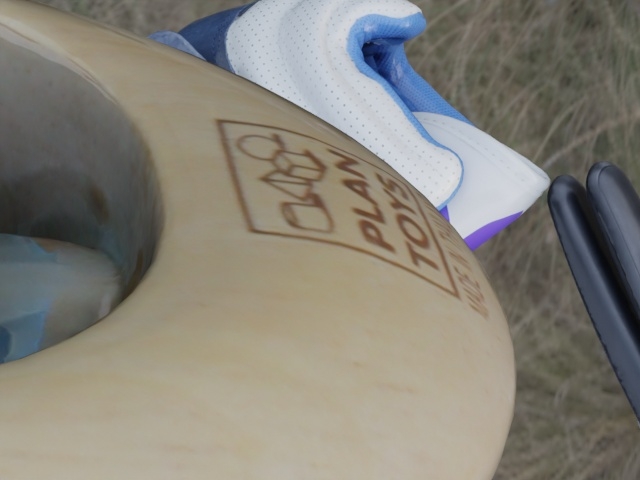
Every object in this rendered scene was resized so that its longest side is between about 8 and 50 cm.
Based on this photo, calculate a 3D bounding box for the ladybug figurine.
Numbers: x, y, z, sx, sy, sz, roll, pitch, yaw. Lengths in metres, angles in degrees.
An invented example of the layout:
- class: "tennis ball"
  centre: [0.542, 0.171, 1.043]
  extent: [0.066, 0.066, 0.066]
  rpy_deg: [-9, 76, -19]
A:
- class: "ladybug figurine"
  centre: [-0.164, 0.039, 0.412]
  extent: [0.449, 0.305, 0.162]
  rpy_deg: [6, 122, -17]

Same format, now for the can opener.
- class: "can opener"
  centre: [0.151, 0.052, 0.729]
  extent: [0.059, 0.073, 0.186]
  rpy_deg: [-31, 91, 46]

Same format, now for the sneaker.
- class: "sneaker"
  centre: [0.000, 0.046, 0.754]
  extent: [0.236, 0.130, 0.323]
  rpy_deg: [-20, 80, 26]
